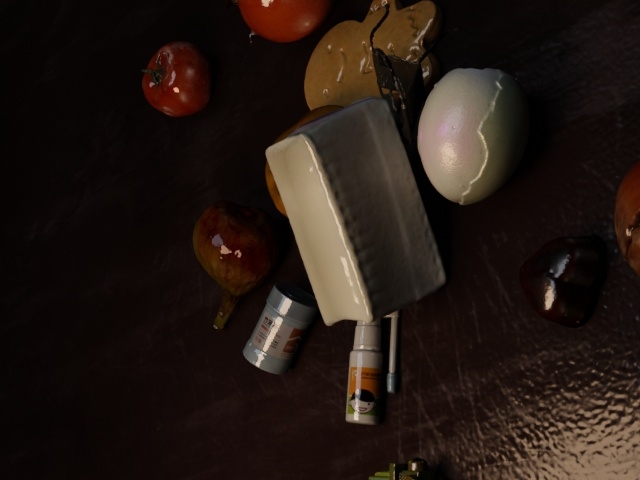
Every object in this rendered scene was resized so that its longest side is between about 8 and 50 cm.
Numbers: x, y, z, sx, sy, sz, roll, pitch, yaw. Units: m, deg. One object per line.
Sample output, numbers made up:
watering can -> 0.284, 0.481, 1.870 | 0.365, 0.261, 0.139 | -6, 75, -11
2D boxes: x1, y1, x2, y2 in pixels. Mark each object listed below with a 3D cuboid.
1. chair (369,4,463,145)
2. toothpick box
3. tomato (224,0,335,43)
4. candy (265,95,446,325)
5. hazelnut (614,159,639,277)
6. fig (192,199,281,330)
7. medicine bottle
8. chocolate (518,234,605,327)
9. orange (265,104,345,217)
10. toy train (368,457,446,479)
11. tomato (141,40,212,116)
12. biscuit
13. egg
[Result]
chair -> 0.144, -0.278, 1.745 | 0.149, 0.174, 0.213 | 17, 60, 22
toothpick box -> -0.076, 0.172, 1.970 | 0.101, 0.101, 0.153 | 39, 109, 46
tomato -> -0.085, -0.537, 2.088 | 0.224, 0.256, 0.256 | -27, 58, 21
candy -> 0.059, -0.045, 1.712 | 0.145, 0.208, 0.358 | -11, 101, 51
hazelnut -> 0.486, -0.025, 1.356 | 0.181, 0.181, 0.212 | -23, 71, 20
fig -> -0.176, 0.046, 2.105 | 0.290, 0.191, 0.190 | 97, 156, -52
medicine bottle -> 0.096, 0.218, 1.805 | 0.092, 0.061, 0.220 | -1, 76, 23
chocolate -> 0.361, 0.049, 1.543 | 0.125, 0.080, 0.148 | 26, 99, 48
orange -> -0.006, -0.143, 1.915 | 0.249, 0.183, 0.249 | -18, 67, 49
toy train -> 0.137, 0.473, 1.656 | 0.137, 0.090, 0.225 | -14, 69, 49
tomato -> -0.334, -0.373, 2.379 | 0.187, 0.151, 0.187 | -12, 71, 38
biscuit -> 0.093, -0.349, 1.978 | 0.355, 0.052, 0.275 | -3, 76, 46
egg -> 0.249, -0.167, 1.653 | 0.183, 0.183, 0.217 | 1, 81, 48
